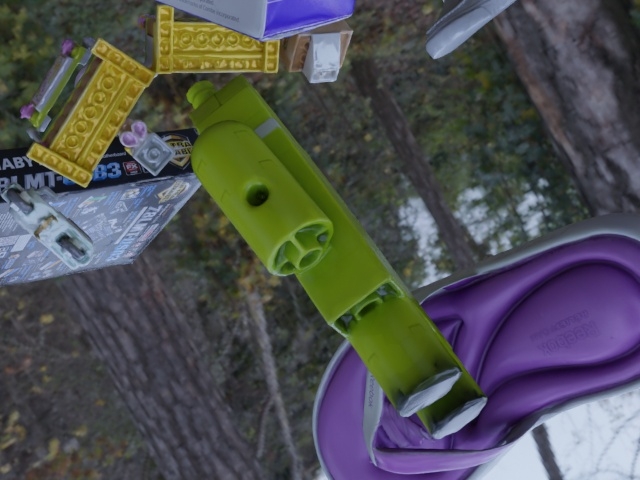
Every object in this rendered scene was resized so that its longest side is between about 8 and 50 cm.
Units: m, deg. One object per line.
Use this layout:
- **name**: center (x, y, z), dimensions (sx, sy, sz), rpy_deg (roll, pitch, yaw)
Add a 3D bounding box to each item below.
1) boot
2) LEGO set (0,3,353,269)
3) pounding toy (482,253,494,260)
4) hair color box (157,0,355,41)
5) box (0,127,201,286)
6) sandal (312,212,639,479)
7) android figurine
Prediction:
- **boot**: center (0.188, -0.346, 1.241), dimensions (0.095, 0.123, 0.258), rpy_deg (-36, -176, 44)
- **LEGO set**: center (-0.122, -0.117, 0.673), dimensions (0.287, 0.132, 0.107), rpy_deg (-39, -146, -11)
- **pounding toy**: center (0.273, 0.160, 1.248), dimensions (0.110, 0.237, 0.183), rpy_deg (1, -141, -7)
- **hair color box**: center (-0.057, -0.316, 0.547), dimensions (0.110, 0.185, 0.339), rpy_deg (-30, 137, -44)
- **box**: center (-0.323, -0.029, 1.114), dimensions (0.293, 0.073, 0.295), rpy_deg (-14, 165, -37)
- **sandal**: center (0.102, 0.109, 0.711), dimensions (0.102, 0.169, 0.416), rpy_deg (-22, 162, -48)
- **android figurine**: center (0.000, 0.000, 0.574), dimensions (0.056, 0.273, 0.248), rpy_deg (-39, 154, 3)
